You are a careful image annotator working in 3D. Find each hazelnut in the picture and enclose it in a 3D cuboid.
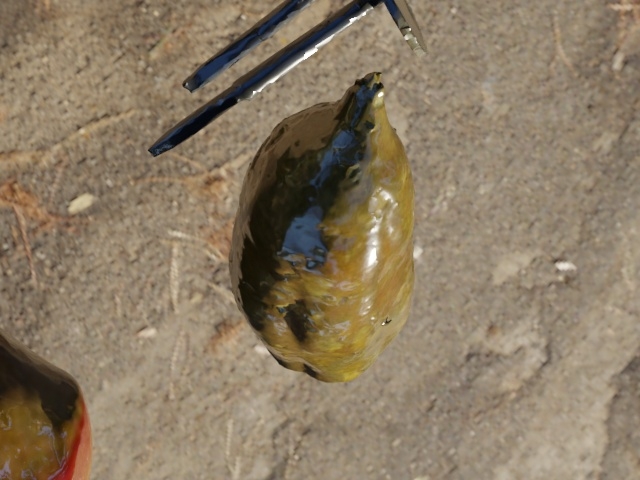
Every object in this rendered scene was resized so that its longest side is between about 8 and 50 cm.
[{"bbox_3d":[-0.417,0.232,1.134,0.366,0.366,0.366,-15,126,-22],"label":"hazelnut"}]

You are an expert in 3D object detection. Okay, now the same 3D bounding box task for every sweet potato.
[{"bbox_3d":[0.000,0.000,0.892,0.158,0.158,0.369,-28,155,-13],"label":"sweet potato"}]

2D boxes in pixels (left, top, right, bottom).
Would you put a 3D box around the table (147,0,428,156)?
[{"bbox_3d":[-0.068,-0.229,1.047,0.249,0.317,0.317,-29,132,11],"label":"table"}]
